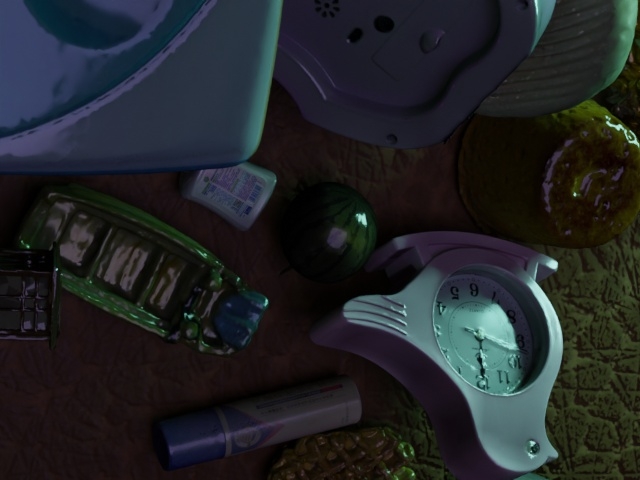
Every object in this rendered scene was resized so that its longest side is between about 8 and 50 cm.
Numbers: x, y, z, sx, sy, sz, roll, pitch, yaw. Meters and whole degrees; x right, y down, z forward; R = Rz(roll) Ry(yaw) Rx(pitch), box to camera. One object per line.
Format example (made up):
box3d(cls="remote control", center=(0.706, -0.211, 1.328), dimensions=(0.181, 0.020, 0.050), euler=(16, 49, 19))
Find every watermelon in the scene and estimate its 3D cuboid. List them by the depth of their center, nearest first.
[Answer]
box3d(cls="watermelon", center=(0.000, 0.000, 1.721), dimensions=(0.105, 0.105, 0.133), euler=(33, 112, -29))

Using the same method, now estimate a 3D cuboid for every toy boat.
box3d(cls="toy boat", center=(-0.190, 0.028, 1.652), dimensions=(0.276, 0.084, 0.111), euler=(27, 95, -25))

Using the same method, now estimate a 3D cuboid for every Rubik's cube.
box3d(cls="Rubik's cube", center=(-0.244, -0.253, 1.390), dimensions=(0.351, 0.352, 0.347), euler=(0, 104, -23))

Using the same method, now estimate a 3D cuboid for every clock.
box3d(cls="clock", center=(0.059, -0.258, 1.553), dimensions=(0.338, 0.102, 0.339), euler=(9, 123, 15))
box3d(cls="clock", center=(0.133, 0.124, 1.752), dimensions=(0.290, 0.080, 0.275), euler=(11, 65, -24))

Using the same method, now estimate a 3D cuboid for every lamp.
box3d(cls="lamp", center=(-0.410, 0.046, 1.507), dimensions=(0.325, 0.089, 0.090), euler=(2, 105, -11))

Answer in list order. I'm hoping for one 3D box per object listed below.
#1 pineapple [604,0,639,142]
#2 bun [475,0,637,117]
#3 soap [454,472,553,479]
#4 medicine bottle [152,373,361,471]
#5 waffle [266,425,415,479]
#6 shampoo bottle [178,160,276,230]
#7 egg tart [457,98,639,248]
box3d(cls="pineapple", center=(0.445, -0.143, 1.851), dimensions=(0.334, 0.158, 0.161), euler=(42, 85, -29))
box3d(cls="bun", center=(0.204, -0.258, 1.676), dimensions=(0.272, 0.168, 0.273), euler=(5, 135, 5))
box3d(cls="soap", center=(0.225, 0.495, 1.844), dimensions=(0.212, 0.350, 0.435), euler=(18, 95, -20))
box3d(cls="medicine bottle", center=(-0.069, 0.202, 1.768), dimensions=(0.230, 0.059, 0.059), euler=(-13, 110, -22))
box3d(cls="waffle", center=(0.021, 0.286, 1.839), dimensions=(0.194, 0.051, 0.149), euler=(-2, 106, -30))
box3d(cls="shampoo bottle", center=(-0.104, -0.062, 1.684), dimensions=(0.099, 0.043, 0.072), euler=(29, 91, -28))
box3d(cls="egg tart", center=(0.270, -0.082, 1.794), dimensions=(0.202, 0.147, 0.203), euler=(-6, 105, -22))
